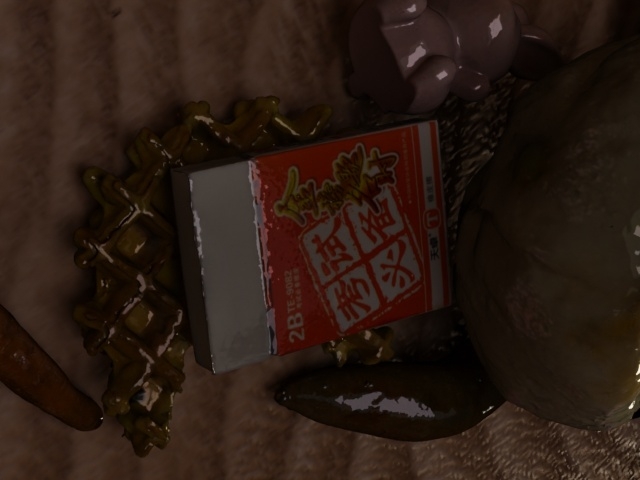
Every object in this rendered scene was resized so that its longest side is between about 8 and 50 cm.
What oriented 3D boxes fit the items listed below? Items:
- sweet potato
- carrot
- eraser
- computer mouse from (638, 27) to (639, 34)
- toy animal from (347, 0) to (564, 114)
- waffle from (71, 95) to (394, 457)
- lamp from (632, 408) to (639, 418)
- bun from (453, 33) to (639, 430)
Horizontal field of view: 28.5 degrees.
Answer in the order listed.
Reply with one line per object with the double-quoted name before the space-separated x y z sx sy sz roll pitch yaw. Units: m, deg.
"sweet potato" 0.120 0.119 1.147 0.346 0.079 0.108 -23 101 -31
"carrot" -0.221 0.089 0.931 0.047 0.047 0.191 -51 125 -13
"eraser" 0.000 0.000 0.979 0.230 0.038 0.157 -14 106 -30
"computer mouse" 0.397 -0.164 1.242 0.203 0.114 0.374 -17 119 -32
"toy animal" 0.123 -0.179 1.055 0.212 0.124 0.124 -24 114 -34
"waffle" -0.067 0.013 1.002 0.293 0.069 0.260 -16 106 -30
"lamp" 0.351 0.134 1.213 0.172 0.227 0.147 16 92 -36
"bun" 0.236 -0.033 1.044 0.365 0.219 0.365 -51 160 -27
